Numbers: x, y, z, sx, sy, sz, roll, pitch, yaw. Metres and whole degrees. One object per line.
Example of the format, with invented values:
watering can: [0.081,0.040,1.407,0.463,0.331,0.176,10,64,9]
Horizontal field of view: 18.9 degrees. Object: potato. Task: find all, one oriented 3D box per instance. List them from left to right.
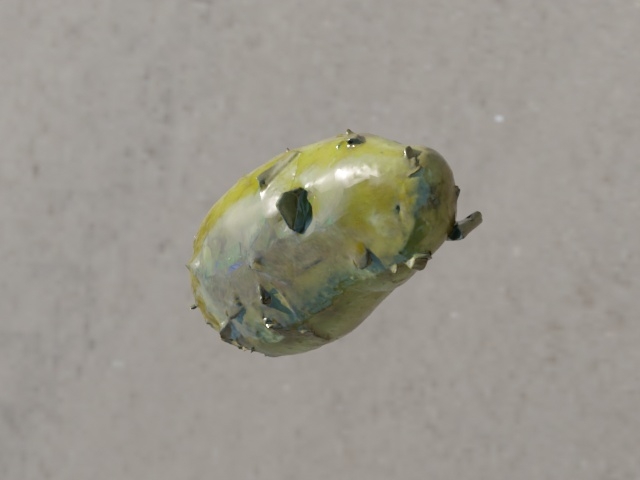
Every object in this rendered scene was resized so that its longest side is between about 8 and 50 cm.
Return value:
potato: [0.000,0.000,1.150,0.225,0.090,0.117,-28,87,46]
